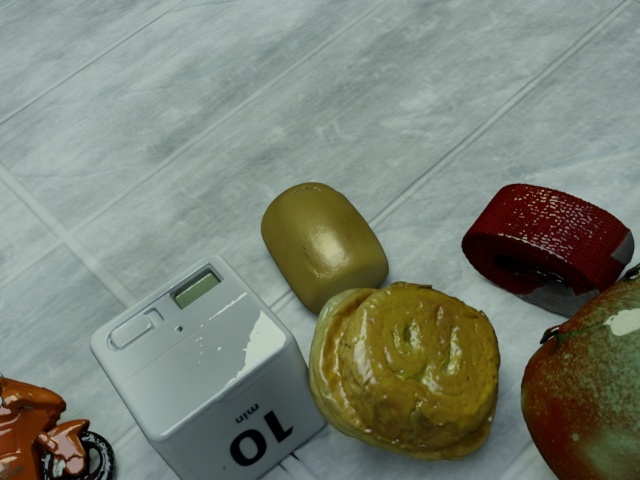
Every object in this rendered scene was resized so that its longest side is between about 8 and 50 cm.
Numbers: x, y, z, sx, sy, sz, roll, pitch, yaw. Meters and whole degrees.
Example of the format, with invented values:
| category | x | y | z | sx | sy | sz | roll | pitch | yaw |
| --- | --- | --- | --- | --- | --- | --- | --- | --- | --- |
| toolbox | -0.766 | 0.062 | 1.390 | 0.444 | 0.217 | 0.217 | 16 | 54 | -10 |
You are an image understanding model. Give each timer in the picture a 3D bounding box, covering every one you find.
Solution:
| category | x | y | z | sx | sy | sz | roll | pitch | yaw |
| --- | --- | --- | --- | --- | --- | --- | --- | --- | --- |
| timer | -0.131 | 0.170 | 0.965 | 0.192 | 0.195 | 0.194 | -35 | 49 | -14 |

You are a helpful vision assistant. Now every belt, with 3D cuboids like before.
| category | x | y | z | sx | sy | sz | roll | pitch | yaw |
| --- | --- | --- | --- | --- | --- | --- | --- | --- | --- |
| belt | 0.298 | 0.003 | 1.027 | 0.200 | 0.128 | 0.124 | 24 | 62 | 33 |

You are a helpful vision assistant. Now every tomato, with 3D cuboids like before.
| category | x | y | z | sx | sy | sz | roll | pitch | yaw |
| --- | --- | --- | --- | --- | --- | --- | --- | --- | --- |
| tomato | 0.365 | 0.150 | 0.804 | 0.303 | 0.303 | 0.239 | -31 | 66 | -11 |

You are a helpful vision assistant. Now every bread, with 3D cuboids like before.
| category | x | y | z | sx | sy | sz | roll | pitch | yaw |
| --- | --- | --- | --- | --- | --- | --- | --- | --- | --- |
| bread | 0.103 | 0.151 | 0.923 | 0.236 | 0.120 | 0.198 | 17 | 54 | -9 |
| bread | 0.000 | 0.000 | 1.138 | 0.147 | 0.098 | 0.217 | -32 | 48 | -7 |

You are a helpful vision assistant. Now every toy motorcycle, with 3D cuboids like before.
| category | x | y | z | sx | sy | sz | roll | pitch | yaw |
| --- | --- | --- | --- | --- | --- | --- | --- | --- | --- |
| toy motorcycle | -0.440 | 0.291 | 0.994 | 0.325 | 0.148 | 0.221 | -29 | 71 | -17 |
